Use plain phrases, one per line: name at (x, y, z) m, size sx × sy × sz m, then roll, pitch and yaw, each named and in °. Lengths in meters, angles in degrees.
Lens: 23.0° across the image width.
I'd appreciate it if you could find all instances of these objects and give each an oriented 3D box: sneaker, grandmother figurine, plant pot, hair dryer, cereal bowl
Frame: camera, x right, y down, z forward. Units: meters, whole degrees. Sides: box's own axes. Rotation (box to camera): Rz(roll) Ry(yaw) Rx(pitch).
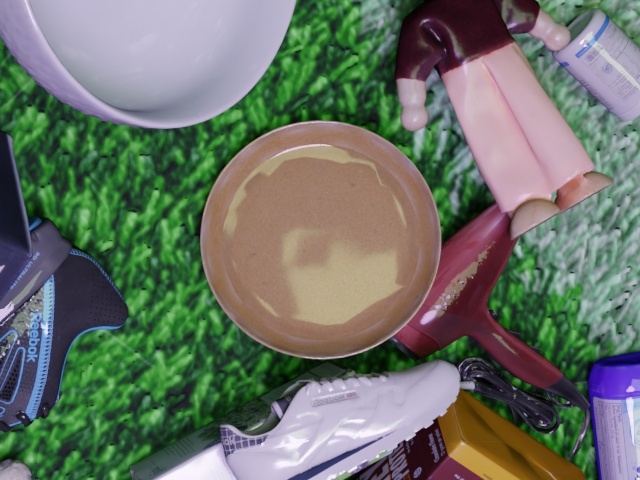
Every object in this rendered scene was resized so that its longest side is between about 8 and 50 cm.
sneaker at (-0.319, 0.145, 1.459) m, size 0.140 × 0.125 × 0.341 m, roll 41°, pitch 84°, yaw -18°
sneaker at (0.022, 0.162, 1.474) m, size 0.235 × 0.090 × 0.094 m, roll -28°, pitch 89°, yaw -14°
grandmother figurine at (0.160, -0.180, 1.552) m, size 0.208 × 0.104 × 0.342 m, roll -27°, pitch 85°, yaw -33°
plant pot at (0.000, 0.000, 1.556) m, size 0.236 × 0.032 × 0.236 m, roll 0°, pitch 83°, yaw -1°
hair dryer at (0.168, 0.095, 1.618) m, size 0.224 × 0.080 × 0.293 m, roll -3°, pitch 106°, yaw -19°
cereal bowl at (-0.181, -0.273, 1.437) m, size 0.339 × 0.141 × 0.338 m, roll -11°, pitch 105°, yaw -45°

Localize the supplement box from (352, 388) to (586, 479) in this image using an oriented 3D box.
supplement box at (0.139, 0.279, 1.543) m, size 0.191 × 0.129 × 0.194 m, roll 35°, pitch 107°, yaw -17°

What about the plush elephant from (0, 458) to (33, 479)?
plush elephant at (-0.262, 0.412, 1.414) m, size 0.272 × 0.255 × 0.330 m, roll -43°, pitch 102°, yaw -9°

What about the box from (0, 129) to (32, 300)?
box at (-0.483, -0.011, 1.264) m, size 0.395 × 0.212 × 0.293 m, roll 26°, pitch 111°, yaw -31°

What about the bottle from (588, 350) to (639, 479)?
bottle at (0.353, 0.259, 1.654) m, size 0.118 × 0.092 × 0.282 m, roll -8°, pitch 94°, yaw -16°

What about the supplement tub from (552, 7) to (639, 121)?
supplement tub at (0.300, -0.183, 1.634) m, size 0.107 × 0.071 × 0.071 m, roll 41°, pitch 82°, yaw -14°

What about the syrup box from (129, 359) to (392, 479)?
syrup box at (-0.060, 0.215, 1.544) m, size 0.237 × 0.093 × 0.096 m, roll -29°, pitch 99°, yaw -12°
